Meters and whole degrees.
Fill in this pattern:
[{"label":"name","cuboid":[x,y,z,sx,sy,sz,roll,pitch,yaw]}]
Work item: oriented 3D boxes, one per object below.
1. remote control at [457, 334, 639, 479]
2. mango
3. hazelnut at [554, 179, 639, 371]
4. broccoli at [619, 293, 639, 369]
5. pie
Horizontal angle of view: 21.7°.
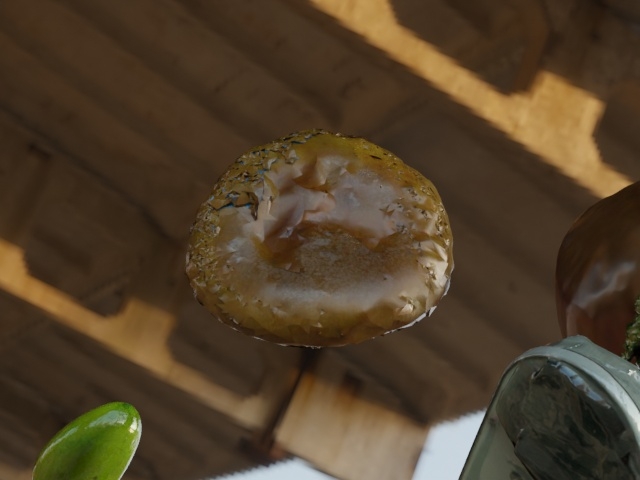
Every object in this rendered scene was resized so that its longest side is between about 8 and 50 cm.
[{"label":"remote control","cuboid":[0.129,0.152,0.956,0.104,0.052,0.247,42,-41,24]},{"label":"mango","cuboid":[-0.181,0.168,1.314,0.056,0.108,0.073,51,19,29]},{"label":"hazelnut","cuboid":[0.423,0.082,1.823,0.365,0.366,0.366,18,-26,9]},{"label":"broccoli","cuboid":[0.275,0.148,1.173,0.269,0.269,0.254,17,-53,12]},{"label":"pie","cuboid":[0.001,-0.001,1.597,0.273,0.273,0.069,19,-40,7]}]
